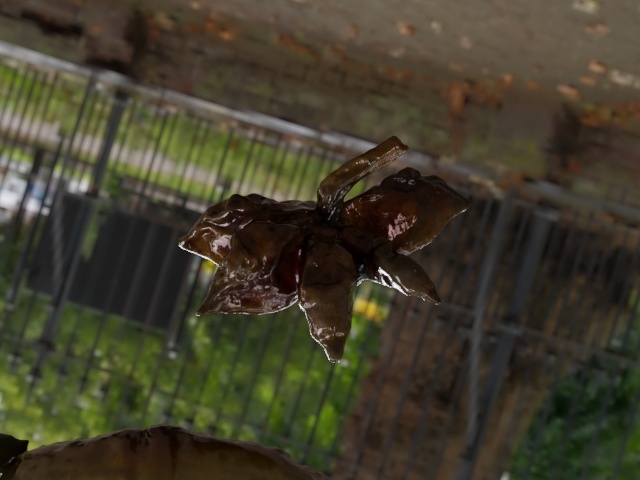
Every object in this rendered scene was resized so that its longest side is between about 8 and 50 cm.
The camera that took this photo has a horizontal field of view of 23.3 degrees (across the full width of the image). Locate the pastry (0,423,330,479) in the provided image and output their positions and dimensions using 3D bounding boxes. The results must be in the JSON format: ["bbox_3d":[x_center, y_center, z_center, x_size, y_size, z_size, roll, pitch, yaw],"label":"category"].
[{"bbox_3d":[-0.110,0.256,1.194,0.329,0.136,0.329,2,146,2],"label":"pastry"}]

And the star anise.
[{"bbox_3d":[-0.003,0.003,1.136,0.196,0.212,0.111,-2,122,43],"label":"star anise"}]
